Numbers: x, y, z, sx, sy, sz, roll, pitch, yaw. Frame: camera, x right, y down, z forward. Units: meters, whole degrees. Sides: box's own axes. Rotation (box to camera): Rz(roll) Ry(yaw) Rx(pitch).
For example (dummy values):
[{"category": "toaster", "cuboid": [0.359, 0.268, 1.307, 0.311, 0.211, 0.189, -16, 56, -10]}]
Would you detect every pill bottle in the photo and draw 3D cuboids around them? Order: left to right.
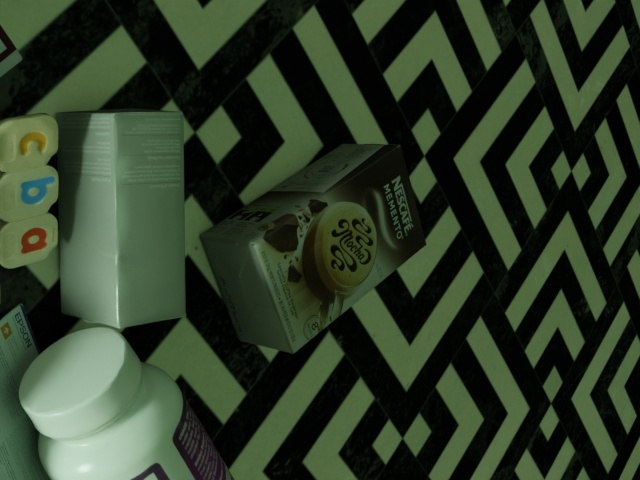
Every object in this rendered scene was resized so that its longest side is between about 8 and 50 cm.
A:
[{"category": "pill bottle", "cuboid": [-0.212, 0.246, 1.063, 0.169, 0.169, 0.302, -47, 132, -31]}]

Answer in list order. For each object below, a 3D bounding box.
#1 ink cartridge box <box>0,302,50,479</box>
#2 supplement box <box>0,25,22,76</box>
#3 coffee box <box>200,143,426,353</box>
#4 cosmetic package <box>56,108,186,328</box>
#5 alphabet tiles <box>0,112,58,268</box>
[{"category": "ink cartridge box", "cuboid": [-0.352, 0.213, 0.993, 0.224, 0.045, 0.223, -61, 140, -64]}, {"category": "supplement box", "cuboid": [-0.410, -0.233, 0.882, 0.130, 0.073, 0.239, -49, 128, -28]}, {"category": "coffee box", "cuboid": [0.000, 0.000, 1.297, 0.297, 0.118, 0.168, -37, 119, -36]}, {"category": "cosmetic package", "cuboid": [-0.226, -0.028, 1.061, 0.107, 0.127, 0.238, -11, 105, -45]}, {"category": "alphabet tiles", "cuboid": [-0.384, -0.029, 0.911, 0.278, 0.021, 0.284, -18, 128, -41]}]
